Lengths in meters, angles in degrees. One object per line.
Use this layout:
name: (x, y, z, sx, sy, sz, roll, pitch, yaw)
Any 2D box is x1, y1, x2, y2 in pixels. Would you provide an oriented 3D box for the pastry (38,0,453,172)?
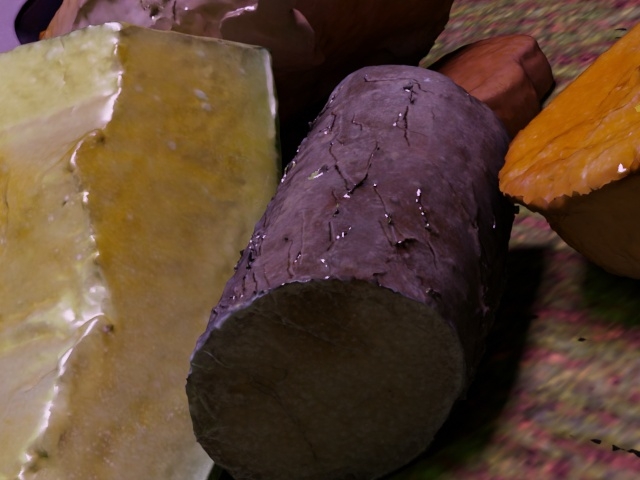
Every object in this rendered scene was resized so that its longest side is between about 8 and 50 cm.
pastry: (-0.032, -0.100, 0.946, 0.235, 0.121, 0.257, -36, -16, 11)

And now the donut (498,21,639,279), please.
donut: (0.152, -0.051, 0.660, 0.178, 0.065, 0.162, -42, 14, -10)

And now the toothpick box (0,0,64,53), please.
toothpick box: (-0.226, -0.121, 1.300, 0.229, 0.229, 0.316, -13, 30, 52)

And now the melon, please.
melon: (-0.117, 0.061, 0.719, 0.196, 0.124, 0.323, -18, 51, 27)

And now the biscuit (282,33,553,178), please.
biscuit: (-0.002, -0.003, 0.862, 0.295, 0.044, 0.186, -47, 22, -27)

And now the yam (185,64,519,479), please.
yam: (0.021, 0.005, 0.689, 0.107, 0.107, 0.183, -26, 26, 32)
